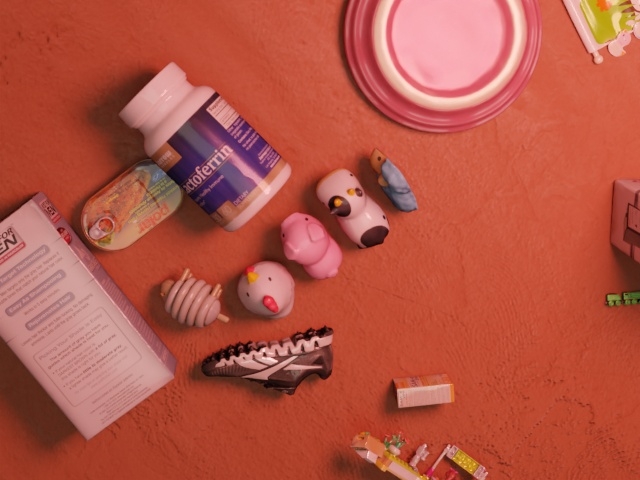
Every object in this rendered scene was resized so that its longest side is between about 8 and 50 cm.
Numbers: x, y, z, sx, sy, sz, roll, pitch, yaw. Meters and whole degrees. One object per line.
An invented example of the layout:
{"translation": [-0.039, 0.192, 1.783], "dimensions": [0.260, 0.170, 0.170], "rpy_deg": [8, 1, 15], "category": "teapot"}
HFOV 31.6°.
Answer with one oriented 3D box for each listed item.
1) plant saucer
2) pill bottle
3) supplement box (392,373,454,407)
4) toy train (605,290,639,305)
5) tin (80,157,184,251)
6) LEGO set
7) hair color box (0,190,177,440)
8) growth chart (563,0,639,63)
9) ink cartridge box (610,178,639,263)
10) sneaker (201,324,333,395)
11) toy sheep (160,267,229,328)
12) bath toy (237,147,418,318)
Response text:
{"translation": [0.205, -0.339, 1.849], "dimensions": [0.332, 0.084, 0.332], "rpy_deg": [-1, 100, -4], "category": "plant saucer"}
{"translation": [-0.188, -0.153, 1.824], "dimensions": [0.265, 0.153, 0.153], "rpy_deg": [44, 95, -9], "category": "pill bottle"}
{"translation": [0.178, 0.260, 1.966], "dimensions": [0.098, 0.062, 0.036], "rpy_deg": [-5, 101, -3], "category": "supplement box"}
{"translation": [0.540, 0.101, 1.983], "dimensions": [0.083, 0.017, 0.023], "rpy_deg": [-4, 90, -3], "category": "toy train"}
{"translation": [-0.312, -0.060, 1.892], "dimensions": [0.190, 0.040, 0.106], "rpy_deg": [-36, 96, 3], "category": "tin"}
{"translation": [0.189, 0.391, 1.965], "dimensions": [0.287, 0.132, 0.107], "rpy_deg": [36, 87, -3], "category": "LEGO set"}
{"translation": [-0.425, 0.124, 1.879], "dimensions": [0.185, 0.113, 0.374], "rpy_deg": [-36, 101, 3], "category": "hair color box"}
{"translation": [0.518, -0.420, 1.886], "dimensions": [0.237, 0.021, 0.172], "rpy_deg": [-37, 101, 4], "category": "growth chart"}
{"translation": [0.616, -0.019, 1.829], "dimensions": [0.211, 0.289, 0.121], "rpy_deg": [1, 103, -3], "category": "ink cartridge box"}
{"translation": [-0.084, 0.220, 1.935], "dimensions": [0.234, 0.078, 0.106], "rpy_deg": [-12, 98, -3], "category": "sneaker"}
{"translation": [-0.212, 0.103, 1.903], "dimensions": [0.132, 0.091, 0.091], "rpy_deg": [25, 98, 11], "category": "toy sheep"}
{"translation": [0.000, 0.000, 1.875], "dimensions": [0.348, 0.129, 0.151], "rpy_deg": [-41, 100, 5], "category": "bath toy"}
